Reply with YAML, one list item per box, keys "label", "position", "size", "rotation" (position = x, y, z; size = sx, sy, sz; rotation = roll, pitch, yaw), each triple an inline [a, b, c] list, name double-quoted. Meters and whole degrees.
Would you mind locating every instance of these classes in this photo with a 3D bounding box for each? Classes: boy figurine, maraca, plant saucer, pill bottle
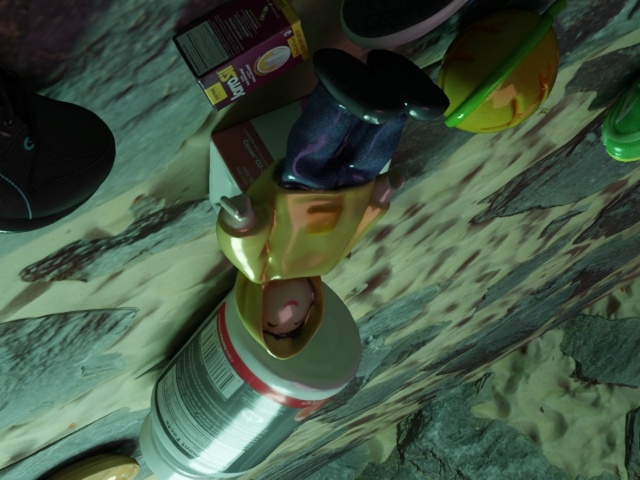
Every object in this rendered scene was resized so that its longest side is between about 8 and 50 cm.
- label: "boy figurine"
  position: [-0.013, -0.019, 0.766]
  size: [0.177, 0.092, 0.285]
  rotation: [-7, 135, -42]
- label: "maraca"
  position: [0.172, -0.165, 0.874]
  size: [0.127, 0.099, 0.186]
  rotation: [-40, -175, 45]
- label: "plant saucer"
  position: [-0.375, 0.381, 1.447]
  size: [0.200, 0.037, 0.200]
  rotation: [-28, 160, -11]
- label: "pill bottle"
  position: [-0.103, 0.185, 1.176]
  size: [0.176, 0.176, 0.318]
  rotation: [-10, 151, -45]

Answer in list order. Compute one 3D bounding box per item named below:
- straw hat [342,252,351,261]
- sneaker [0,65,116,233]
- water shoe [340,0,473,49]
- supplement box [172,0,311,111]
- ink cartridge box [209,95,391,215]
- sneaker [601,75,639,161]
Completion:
- label: "straw hat"
  position: [0.000, 0.000, 0.952]
  size: [0.144, 0.061, 0.144]
  rotation: [-19, -167, 5]
- label: "sneaker"
  position: [-0.212, -0.068, 0.530]
  size: [0.106, 0.101, 0.267]
  rotation: [-46, 156, 28]
- label: "water shoe"
  position: [0.110, -0.206, 0.713]
  size: [0.203, 0.073, 0.080]
  rotation: [-35, 162, 11]
- label: "supplement box"
  position: [-0.055, -0.138, 0.674]
  size: [0.083, 0.043, 0.055]
  rotation: [-31, 162, -1]
- label: "ink cartridge box"
  position: [0.000, -0.076, 0.865]
  size: [0.198, 0.067, 0.115]
  rotation: [-25, 158, -18]
- label: "sneaker"
  position: [0.458, -0.222, 1.170]
  size: [0.123, 0.109, 0.295]
  rotation: [17, 127, -46]
